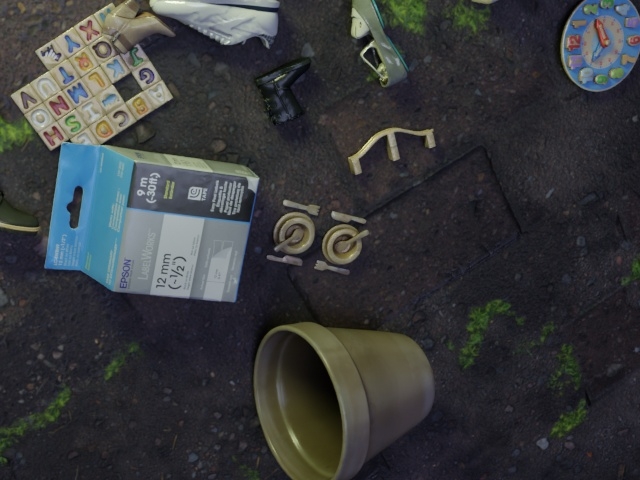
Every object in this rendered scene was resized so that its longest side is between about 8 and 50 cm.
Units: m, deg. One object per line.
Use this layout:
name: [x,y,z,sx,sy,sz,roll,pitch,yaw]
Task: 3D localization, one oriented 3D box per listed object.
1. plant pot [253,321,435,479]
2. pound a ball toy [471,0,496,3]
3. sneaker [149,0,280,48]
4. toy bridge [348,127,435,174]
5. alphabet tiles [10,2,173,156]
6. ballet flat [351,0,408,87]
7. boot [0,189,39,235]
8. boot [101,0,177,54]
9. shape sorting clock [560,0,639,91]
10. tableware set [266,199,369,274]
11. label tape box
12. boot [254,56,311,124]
plant pot: [0.063,0.302,1.862,0.280,0.323,0.323,-11,111,-35]
pound a ball toy: [0.376,-0.588,1.758,0.319,0.136,0.208,-26,114,-11]
sneaker: [-0.186,-0.393,1.649,0.235,0.090,0.095,1,116,-19]
toy bridge: [0.142,-0.191,1.860,0.188,0.026,0.063,-21,111,-13]
alphabet tiles: [-0.412,-0.272,1.645,0.237,0.009,0.198,-35,115,-7]
ballet flat: [0.097,-0.384,1.759,0.068,0.072,0.213,-32,115,-3]
boot: [-0.567,-0.097,1.612,0.198,0.077,0.137,22,93,-25]
boot: [-0.322,-0.363,1.627,0.118,0.042,0.087,34,91,-28]
shape sorting clock: [0.590,-0.414,1.942,0.206,0.040,0.206,-6,109,-18]
tableware set: [0.000,0.000,1.862,0.194,0.039,0.128,12,102,-23]
label tape box: [-0.308,-0.030,1.701,0.348,0.115,0.249,6,106,-23]
boot: [-0.058,-0.279,1.750,0.121,0.045,0.099,-25,111,-3]
